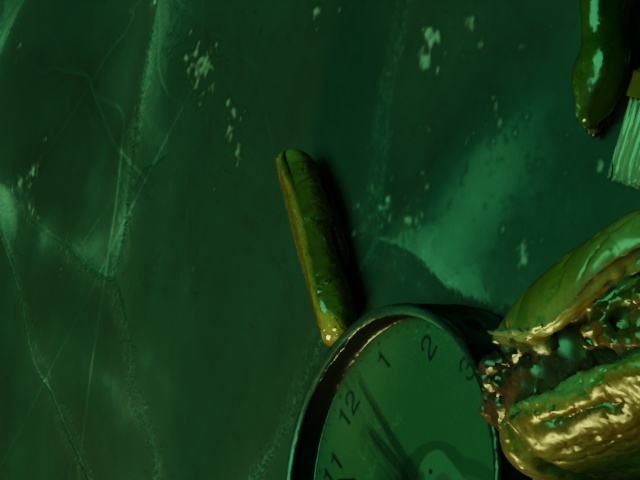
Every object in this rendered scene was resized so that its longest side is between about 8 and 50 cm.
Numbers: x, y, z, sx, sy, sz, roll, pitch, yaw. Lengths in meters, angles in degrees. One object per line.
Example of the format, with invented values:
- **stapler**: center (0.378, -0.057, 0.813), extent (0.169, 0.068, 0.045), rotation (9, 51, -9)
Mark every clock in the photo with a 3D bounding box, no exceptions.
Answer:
- **clock**: center (0.074, 0.206, 1.452), extent (0.319, 0.066, 0.319), rotation (-24, 61, 54)

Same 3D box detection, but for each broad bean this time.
- **broad bean**: center (0.222, -0.208, 1.352), extent (0.052, 0.053, 0.256), rotation (3, 85, 19)

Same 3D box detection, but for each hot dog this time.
- **hot dog**: center (0.000, 0.000, 1.645), extent (0.066, 0.047, 0.216), rotation (80, 176, -54)

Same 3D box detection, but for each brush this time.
- **brush**: center (0.279, -0.186, 1.285), extent (0.090, 0.017, 0.314), rotation (28, 104, 57)

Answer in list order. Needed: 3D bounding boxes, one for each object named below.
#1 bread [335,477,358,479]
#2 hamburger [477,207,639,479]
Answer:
- **bread**: center (0.012, 0.287, 1.412), extent (0.193, 0.064, 0.193), rotation (-26, 56, 47)
- **hamburger**: center (0.230, 0.064, 1.156), extent (0.282, 0.245, 0.155), rotation (-7, 63, 11)
